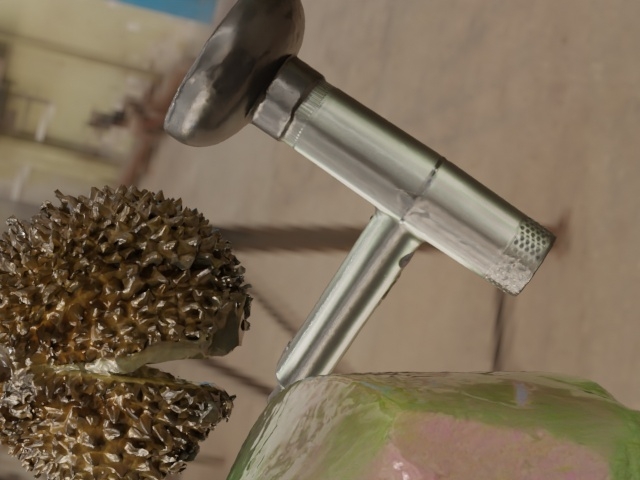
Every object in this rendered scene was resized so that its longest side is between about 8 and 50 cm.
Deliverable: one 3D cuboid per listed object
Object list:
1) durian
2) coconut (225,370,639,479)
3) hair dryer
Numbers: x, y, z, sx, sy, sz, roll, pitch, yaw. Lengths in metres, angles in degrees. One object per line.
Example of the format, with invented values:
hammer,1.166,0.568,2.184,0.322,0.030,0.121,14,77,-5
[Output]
durian,-0.133,0.062,1.084,0.167,0.196,0.196,0,77,43
coconut,0.042,0.150,0.696,0.204,0.236,0.236,47,124,56
hair dryer,-0.016,-0.006,1.520,0.284,0.320,0.156,-47,0,12
